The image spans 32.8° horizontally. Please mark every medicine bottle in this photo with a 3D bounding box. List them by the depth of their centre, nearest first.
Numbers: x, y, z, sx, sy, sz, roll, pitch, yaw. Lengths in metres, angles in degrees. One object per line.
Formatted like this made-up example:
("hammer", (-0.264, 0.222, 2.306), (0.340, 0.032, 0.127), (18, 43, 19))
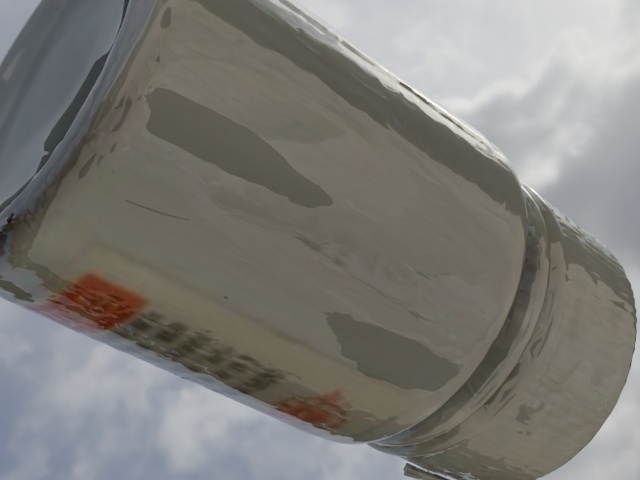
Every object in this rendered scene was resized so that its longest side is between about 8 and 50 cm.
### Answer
("medicine bottle", (0.000, 0.000, 0.418), (0.252, 0.144, 0.144), (28, -88, -30))
